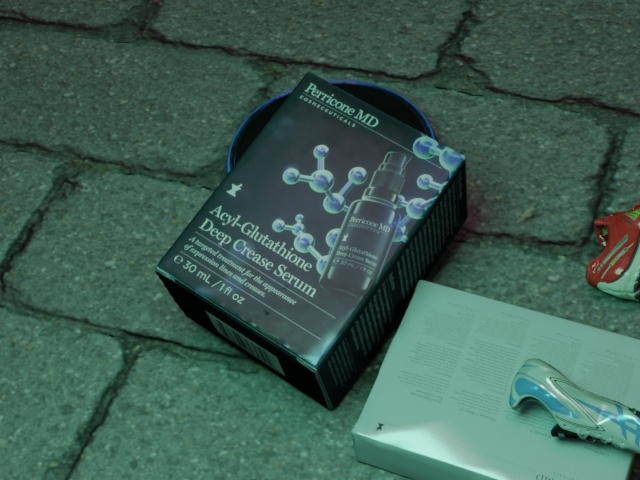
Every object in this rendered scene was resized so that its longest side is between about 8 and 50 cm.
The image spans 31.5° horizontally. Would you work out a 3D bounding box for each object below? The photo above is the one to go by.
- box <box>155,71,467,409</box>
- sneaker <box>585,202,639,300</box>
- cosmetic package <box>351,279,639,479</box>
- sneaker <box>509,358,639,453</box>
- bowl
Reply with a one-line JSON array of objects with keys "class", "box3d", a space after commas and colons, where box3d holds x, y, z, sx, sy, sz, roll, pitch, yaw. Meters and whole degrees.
[{"class": "box", "box3d": [0.000, 0.000, 1.727, 0.293, 0.212, 0.395, 30, 73, 19]}, {"class": "sneaker", "box3d": [0.502, -0.028, 1.822, 0.118, 0.107, 0.279, 13, 51, 29]}, {"class": "cosmetic package", "box3d": [0.271, 0.237, 1.640, 0.377, 0.097, 0.284, 16, 54, 19]}, {"class": "sneaker", "box3d": [0.366, 0.243, 1.523, 0.237, 0.085, 0.086, 26, 86, 20]}, {"class": "bowl", "box3d": [0.023, -0.132, 1.985, 0.391, 0.077, 0.391, -4, 51, 5]}]
